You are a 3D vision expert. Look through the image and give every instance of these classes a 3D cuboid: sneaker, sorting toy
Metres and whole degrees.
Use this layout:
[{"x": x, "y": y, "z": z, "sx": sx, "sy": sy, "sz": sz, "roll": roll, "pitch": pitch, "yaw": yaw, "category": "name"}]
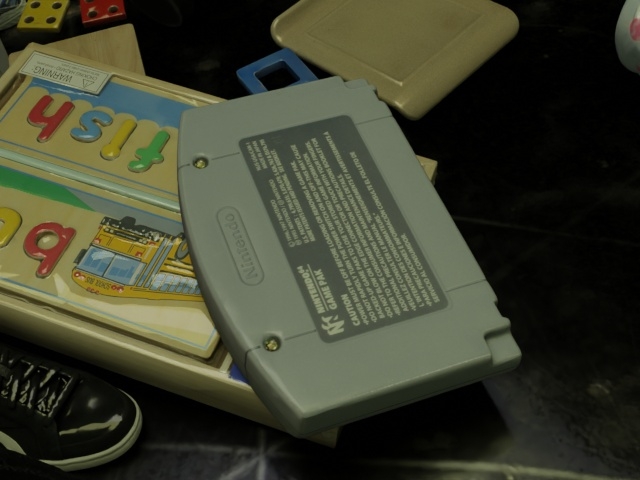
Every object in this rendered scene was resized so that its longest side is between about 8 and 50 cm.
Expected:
[{"x": -0.248, "y": 0.104, "z": 0.703, "sx": 0.217, "sy": 0.121, "sz": 0.079, "roll": 9, "pitch": 53, "yaw": 15, "category": "sneaker"}, {"x": -0.404, "y": -0.259, "z": 1.071, "sx": 0.135, "sy": 0.058, "sz": 0.052, "roll": -38, "pitch": 55, "yaw": -21, "category": "sneaker"}, {"x": 0.077, "y": -0.212, "z": 0.974, "sx": 0.196, "sy": 0.047, "sz": 0.348, "roll": 36, "pitch": 63, "yaw": 26, "category": "sorting toy"}, {"x": -0.242, "y": -0.154, "z": 0.961, "sx": 0.132, "sy": 0.046, "sz": 0.274, "roll": -16, "pitch": 56, "yaw": -6, "category": "sorting toy"}]

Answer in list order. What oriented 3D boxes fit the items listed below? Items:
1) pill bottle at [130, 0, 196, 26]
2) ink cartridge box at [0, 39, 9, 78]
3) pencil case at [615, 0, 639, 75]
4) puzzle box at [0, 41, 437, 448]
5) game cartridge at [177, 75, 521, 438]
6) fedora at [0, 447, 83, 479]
[{"x": -0.129, "y": -0.351, "z": 1.056, "sx": 0.123, "sy": 0.123, "sz": 0.219, "roll": 26, "pitch": 72, "yaw": 26, "category": "pill bottle"}, {"x": -0.470, "y": -0.154, "z": 0.901, "sx": 0.197, "sy": 0.198, "sz": 0.270, "roll": 11, "pitch": 52, "yaw": 16, "category": "ink cartridge box"}, {"x": 0.395, "y": -0.149, "z": 0.829, "sx": 0.124, "sy": 0.113, "sz": 0.273, "roll": -44, "pitch": 56, "yaw": 1, "category": "pencil case"}, {"x": -0.133, "y": -0.015, "z": 0.793, "sx": 0.409, "sy": 0.052, "sz": 0.272, "roll": 17, "pitch": 55, "yaw": 10, "category": "puzzle box"}, {"x": 0.000, "y": 0.000, "z": 0.724, "sx": 0.198, "sy": 0.062, "sz": 0.297, "roll": -17, "pitch": 56, "yaw": -11, "category": "game cartridge"}, {"x": -0.187, "y": 0.265, "z": 0.501, "sx": 0.152, "sy": 0.334, "sz": 0.334, "roll": -50, "pitch": 54, "yaw": 11, "category": "fedora"}]
